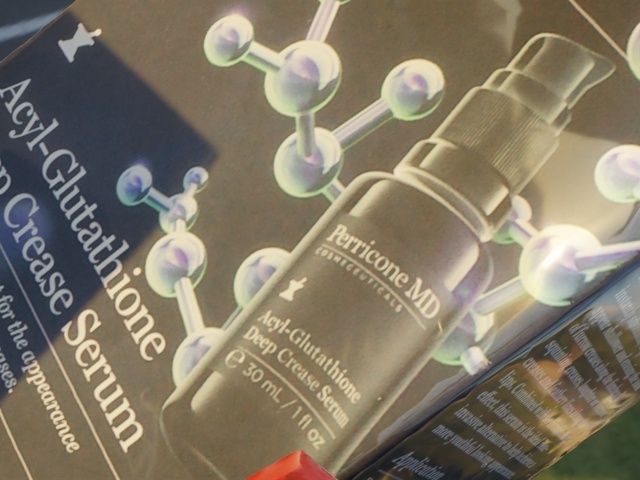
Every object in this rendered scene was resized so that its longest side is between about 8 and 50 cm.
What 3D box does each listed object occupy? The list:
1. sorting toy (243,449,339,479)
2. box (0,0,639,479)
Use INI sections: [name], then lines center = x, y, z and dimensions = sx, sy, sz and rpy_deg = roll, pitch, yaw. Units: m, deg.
[sorting toy]
center = 0.025, 0.164, 0.454
dimensions = 0.274, 0.132, 0.046
rpy_deg = 41, 27, -27
[box]
center = 0.000, 0.000, 0.581
dimensions = 0.293, 0.395, 0.212
rpy_deg = 55, 6, 28
